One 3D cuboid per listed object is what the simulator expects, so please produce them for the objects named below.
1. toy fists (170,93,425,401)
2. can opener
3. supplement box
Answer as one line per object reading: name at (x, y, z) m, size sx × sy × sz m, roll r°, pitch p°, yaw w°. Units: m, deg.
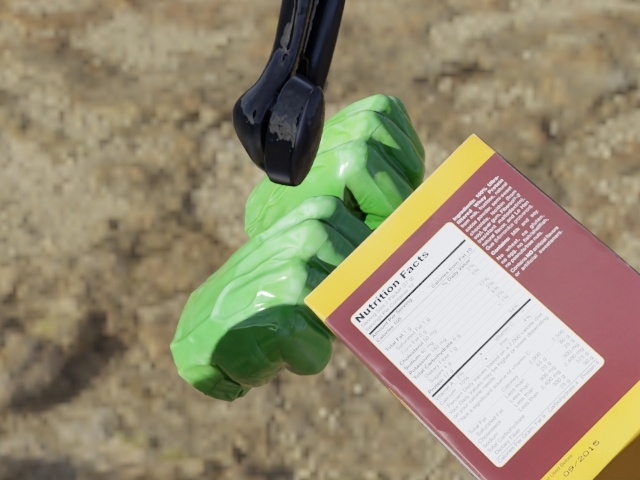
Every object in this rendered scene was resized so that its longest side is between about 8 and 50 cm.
toy fists at (0.000, 0.000, 1.429) m, size 0.096 × 0.142 × 0.279 m, roll 41°, pitch 42°, yaw -11°
can opener at (-0.009, -0.129, 1.303) m, size 0.073 × 0.186 × 0.059 m, roll 17°, pitch 6°, yaw 35°
supplement box at (0.127, 0.081, 1.062) m, size 0.129 × 0.191 × 0.194 m, roll -44°, pitch 55°, yaw -2°
